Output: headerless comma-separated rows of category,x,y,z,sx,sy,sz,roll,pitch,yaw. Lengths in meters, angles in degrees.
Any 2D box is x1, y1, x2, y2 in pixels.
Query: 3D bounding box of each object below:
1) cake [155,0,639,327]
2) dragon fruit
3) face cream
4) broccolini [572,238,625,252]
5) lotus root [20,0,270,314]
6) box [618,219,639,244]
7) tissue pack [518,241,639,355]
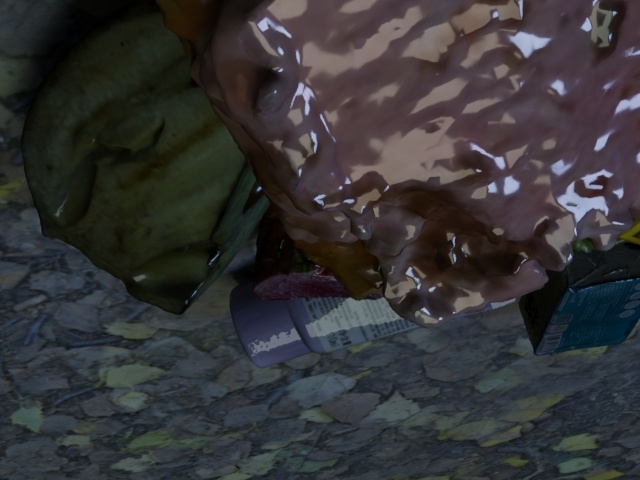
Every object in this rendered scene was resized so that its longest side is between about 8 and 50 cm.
cake,0.075,-0.147,0.779,0.307,0.293,0.314,-25,138,4
dragon fruit,0.000,0.000,1.317,0.147,0.102,0.096,-9,150,4
face cream,0.047,0.045,1.410,0.274,0.096,0.154,-19,114,11
broccolini,0.228,-0.012,1.436,0.392,0.078,0.074,-13,163,17
lotus root,-0.103,-0.091,1.085,0.210,0.142,0.314,40,139,-9
box,0.419,-0.082,1.206,0.193,0.084,0.301,14,145,-25
tissue pack,0.296,0.051,1.529,0.120,0.082,0.169,-8,151,-9
